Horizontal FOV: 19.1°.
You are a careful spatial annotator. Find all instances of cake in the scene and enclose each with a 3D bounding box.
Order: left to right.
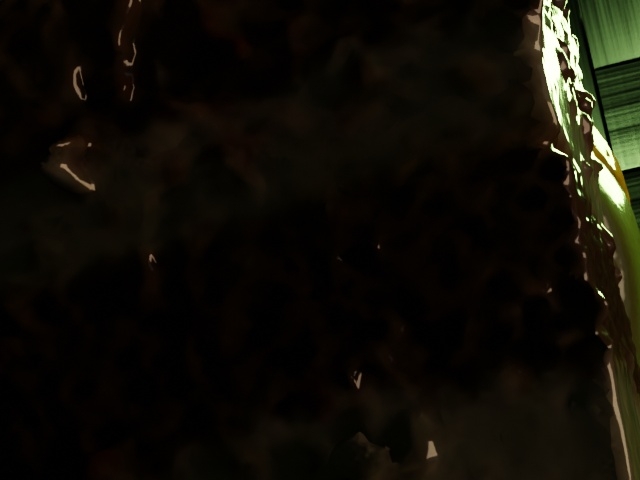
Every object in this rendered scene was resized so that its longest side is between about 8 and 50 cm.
[{"bbox_3d":[0.004,0.038,0.762,0.282,0.256,0.290,40,34,-72],"label":"cake"}]

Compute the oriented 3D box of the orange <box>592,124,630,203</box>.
[{"bbox_3d":[0.151,-0.021,1.677,0.246,0.246,0.246,-13,90,-80],"label":"orange"}]

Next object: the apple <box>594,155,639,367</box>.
[{"bbox_3d":[0.125,0.045,1.434,0.279,0.279,0.279,-13,90,-80],"label":"apple"}]
